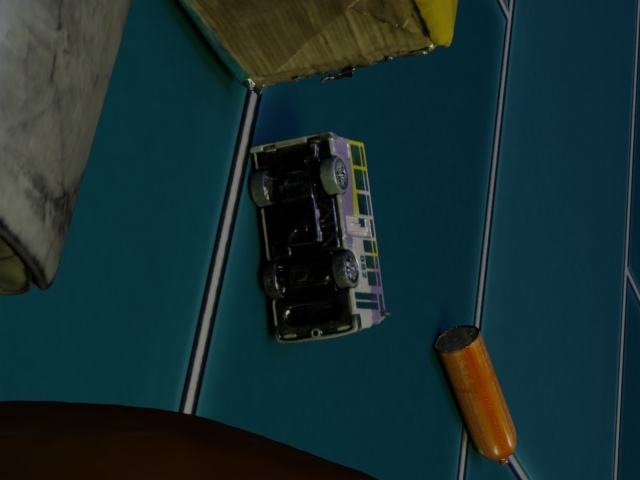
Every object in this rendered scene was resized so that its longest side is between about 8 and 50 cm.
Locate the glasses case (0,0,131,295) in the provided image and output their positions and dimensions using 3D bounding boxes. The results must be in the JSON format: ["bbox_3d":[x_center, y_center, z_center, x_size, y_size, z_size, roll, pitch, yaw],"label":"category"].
[{"bbox_3d":[-0.101,-0.136,0.659,0.114,0.060,0.299,55,43,-60],"label":"glasses case"}]

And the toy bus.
[{"bbox_3d":[0.000,0.000,0.918,0.058,0.052,0.102,4,77,-66],"label":"toy bus"}]

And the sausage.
[{"bbox_3d":[0.103,0.102,1.149,0.031,0.031,0.107,-68,142,-50],"label":"sausage"}]

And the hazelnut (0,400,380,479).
[{"bbox_3d":[-0.043,0.235,0.376,0.409,0.359,0.359,60,28,-11],"label":"hazelnut"}]

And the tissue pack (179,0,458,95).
[{"bbox_3d":[-0.002,-0.237,0.881,0.192,0.134,0.271,53,36,-47],"label":"tissue pack"}]
